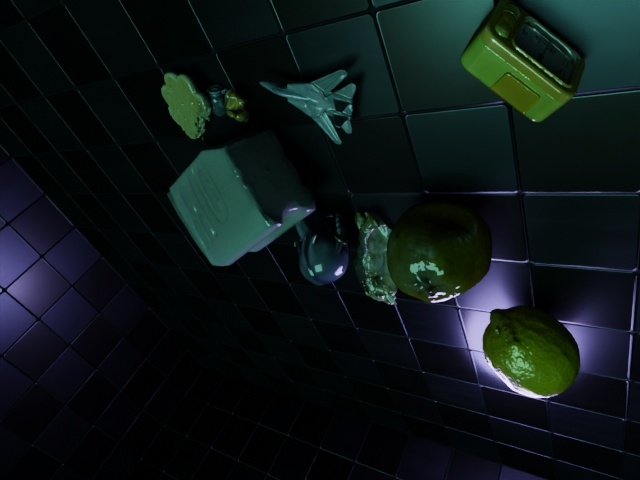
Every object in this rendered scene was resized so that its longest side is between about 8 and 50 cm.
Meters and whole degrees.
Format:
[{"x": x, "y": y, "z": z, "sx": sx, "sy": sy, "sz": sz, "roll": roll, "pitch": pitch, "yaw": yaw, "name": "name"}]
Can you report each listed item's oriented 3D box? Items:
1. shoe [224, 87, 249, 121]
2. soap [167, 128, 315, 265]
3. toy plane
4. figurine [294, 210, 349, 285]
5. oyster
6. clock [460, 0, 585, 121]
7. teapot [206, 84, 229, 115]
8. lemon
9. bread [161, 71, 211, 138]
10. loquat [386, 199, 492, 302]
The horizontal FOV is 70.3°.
[{"x": -0.243, "y": -0.386, "z": 1.317, "sx": 0.069, "sy": 0.072, "sz": 0.109, "roll": 33, "pitch": 146, "yaw": 9, "name": "shoe"}, {"x": -0.260, "y": -0.136, "z": 1.425, "sx": 0.435, "sy": 0.212, "sz": 0.351, "roll": -27, "pitch": 90, "yaw": 50, "name": "soap"}, {"x": -0.033, "y": -0.374, "z": 1.166, "sx": 0.267, "sy": 0.088, "sz": 0.212, "roll": 28, "pitch": 145, "yaw": 20, "name": "toy plane"}, {"x": -0.003, "y": 0.010, "z": 1.475, "sx": 0.197, "sy": 0.175, "sz": 0.265, "roll": -39, "pitch": 64, "yaw": 62, "name": "figurine"}, {"x": 0.183, "y": 0.059, "z": 1.461, "sx": 0.197, "sy": 0.133, "sz": 0.337, "roll": 35, "pitch": 140, "yaw": 48, "name": "oyster"}, {"x": 0.374, "y": -0.331, "z": 0.839, "sx": 0.202, "sy": 0.143, "sz": 0.096, "roll": 36, "pitch": 148, "yaw": -5, "name": "clock"}, {"x": -0.297, "y": -0.412, "z": 1.348, "sx": 0.063, "sy": 0.049, "sz": 0.083, "roll": 18, "pitch": 142, "yaw": 21, "name": "teapot"}, {"x": 0.620, "y": 0.325, "z": 1.352, "sx": 0.320, "sy": 0.245, "sz": 0.245, "roll": 43, "pitch": 144, "yaw": -5, "name": "lemon"}, {"x": -0.418, "y": -0.427, "z": 1.407, "sx": 0.182, "sy": 0.039, "sz": 0.251, "roll": 51, "pitch": 152, "yaw": -4, "name": "bread"}, {"x": 0.313, "y": 0.035, "z": 1.212, "sx": 0.275, "sy": 0.284, "sz": 0.276, "roll": 18, "pitch": 137, "yaw": 18, "name": "loquat"}]
